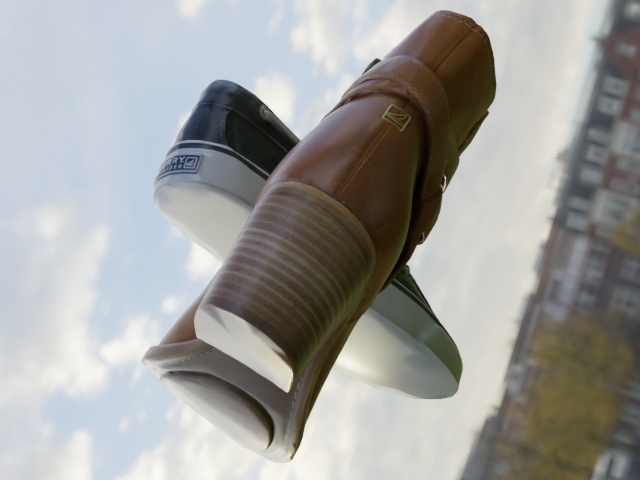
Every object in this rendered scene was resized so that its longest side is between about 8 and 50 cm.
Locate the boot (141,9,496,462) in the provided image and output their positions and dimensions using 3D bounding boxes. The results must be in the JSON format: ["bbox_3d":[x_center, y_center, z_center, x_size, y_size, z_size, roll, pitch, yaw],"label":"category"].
[{"bbox_3d":[0.000,0.000,0.922,0.220,0.109,0.283,-55,-8,-23],"label":"boot"}]

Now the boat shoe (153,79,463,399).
[{"bbox_3d":[0.007,0.004,1.121,0.306,0.113,0.105,39,-123,-32],"label":"boat shoe"}]
